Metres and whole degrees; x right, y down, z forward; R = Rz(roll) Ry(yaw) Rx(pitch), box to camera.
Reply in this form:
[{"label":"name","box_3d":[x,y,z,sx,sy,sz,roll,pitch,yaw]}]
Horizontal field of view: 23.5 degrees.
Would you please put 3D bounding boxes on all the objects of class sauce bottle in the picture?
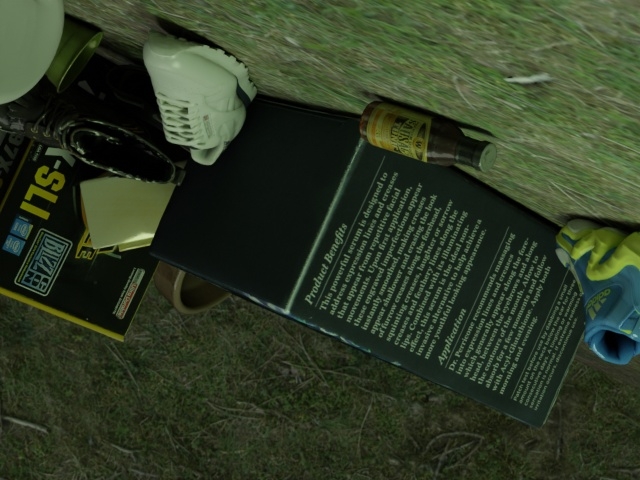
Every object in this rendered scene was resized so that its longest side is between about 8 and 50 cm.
[{"label":"sauce bottle","box_3d":[0.093,-0.089,1.332,0.128,0.042,0.042,18,174,36]}]

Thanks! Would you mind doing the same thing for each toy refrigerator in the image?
[{"label":"toy refrigerator","box_3d":[-0.156,-0.052,1.906,0.269,0.094,0.102,-11,-179,-8]}]

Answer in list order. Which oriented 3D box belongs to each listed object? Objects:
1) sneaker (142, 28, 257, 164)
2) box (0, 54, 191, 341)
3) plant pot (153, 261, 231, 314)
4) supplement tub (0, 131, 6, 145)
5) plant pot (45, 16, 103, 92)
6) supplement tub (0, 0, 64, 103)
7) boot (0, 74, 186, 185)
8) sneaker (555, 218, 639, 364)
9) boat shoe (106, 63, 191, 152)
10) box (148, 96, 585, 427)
[{"label":"sneaker","box_3d":[-0.125,-0.141,1.536,0.090,0.095,0.235,24,175,17]},{"label":"box","box_3d":[-0.300,-0.061,1.990,0.257,0.322,0.079,28,176,-40]},{"label":"plant pot","box_3d":[-0.208,-0.052,2.387,0.229,0.263,0.263,40,-178,19]},{"label":"supplement tub","box_3d":[-0.353,-0.117,2.141,0.331,0.241,0.241,26,175,-42]},{"label":"plant pot","box_3d":[-0.295,-0.219,1.693,0.079,0.083,0.083,36,176,-1]},{"label":"supplement tub","box_3d":[-0.357,-0.221,1.436,0.200,0.144,0.144,22,176,23]},{"label":"boot","box_3d":[-0.283,-0.134,1.735,0.263,0.091,0.229,19,-175,-13]},{"label":"sneaker","box_3d":[0.275,0.050,1.507,0.091,0.126,0.240,24,176,-10]},{"label":"boat shoe","box_3d":[-0.166,-0.152,1.791,0.206,0.075,0.065,27,-179,27]},{"label":"box","box_3d":[0.068,0.019,1.705,0.395,0.212,0.293,27,176,-35]}]
